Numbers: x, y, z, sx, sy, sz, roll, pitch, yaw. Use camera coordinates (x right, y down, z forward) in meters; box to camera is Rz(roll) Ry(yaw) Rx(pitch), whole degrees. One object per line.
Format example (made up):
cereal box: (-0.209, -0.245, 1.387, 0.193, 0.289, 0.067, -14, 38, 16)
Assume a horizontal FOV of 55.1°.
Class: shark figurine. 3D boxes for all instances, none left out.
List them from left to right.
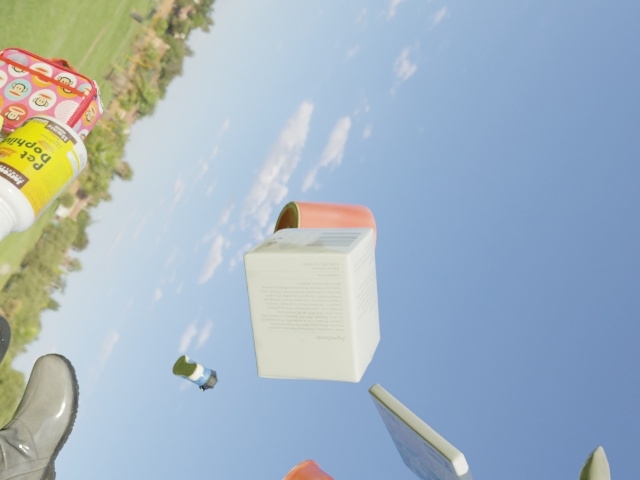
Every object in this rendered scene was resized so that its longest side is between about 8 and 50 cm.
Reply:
shark figurine: (0.526, 0.530, 1.083, 0.166, 0.278, 0.116, -19, 176, -35)

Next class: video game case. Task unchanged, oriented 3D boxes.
video game case: (0.263, 0.525, 1.472, 0.036, 0.300, 0.329, -35, -151, -17)

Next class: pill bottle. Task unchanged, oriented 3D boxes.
pill bottle: (-0.473, -0.095, 0.964, 0.117, 0.117, 0.215, -36, -158, 44)

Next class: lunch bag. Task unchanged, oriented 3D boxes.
lunch bag: (-0.708, -0.356, 1.549, 0.120, 0.293, 0.258, 97, 18, -66)

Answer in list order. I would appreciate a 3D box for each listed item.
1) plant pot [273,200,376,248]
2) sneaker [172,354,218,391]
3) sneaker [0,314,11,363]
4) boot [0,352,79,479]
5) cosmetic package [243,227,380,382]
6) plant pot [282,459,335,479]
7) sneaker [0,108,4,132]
plant pot: (0.000, 0.000, 1.876, 0.275, 0.243, 0.275, -37, -134, 53)
sneaker: (-0.309, 0.335, 1.534, 0.152, 0.084, 0.058, -3, -129, 55)
sneaker: (-0.743, 0.262, 1.169, 0.178, 0.124, 0.295, -6, -144, 10)
boot: (-0.596, 0.375, 1.168, 0.118, 0.222, 0.338, -3, -108, 24)
cosmetic package: (-0.005, 0.086, 0.881, 0.151, 0.151, 0.184, -39, 126, -68)
plant pot: (0.031, 0.694, 1.417, 0.265, 0.272, 0.272, 18, -107, 29)
sneaker: (-0.662, -0.136, 1.049, 0.111, 0.121, 0.300, 2, -112, 19)
